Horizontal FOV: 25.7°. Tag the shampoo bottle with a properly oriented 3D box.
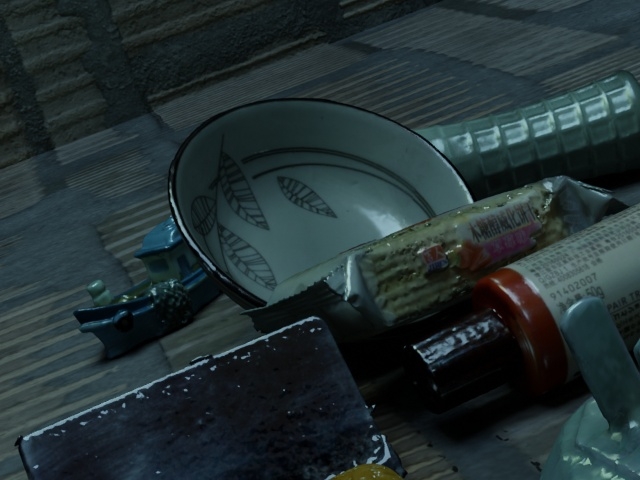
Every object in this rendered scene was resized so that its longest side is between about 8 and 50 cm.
[{"bbox_3d":[0.195,0.055,1.111,0.278,0.104,0.104,-24,17,-15],"label":"shampoo bottle"}]

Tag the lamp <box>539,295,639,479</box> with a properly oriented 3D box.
[{"bbox_3d":[0.134,0.161,0.627,0.301,0.247,0.247,-32,17,-16],"label":"lamp"}]

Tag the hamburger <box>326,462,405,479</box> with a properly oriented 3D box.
[{"bbox_3d":[0.025,0.189,0.975,0.083,0.044,0.076,-30,26,-22],"label":"hamburger"}]

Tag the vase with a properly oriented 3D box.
[{"bbox_3d":[0.205,-0.092,1.523,0.298,0.143,0.143,-15,17,1],"label":"vase"}]

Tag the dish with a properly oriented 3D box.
[{"bbox_3d":[0.000,0.000,1.369,0.316,0.106,0.316,8,46,-8],"label":"dish"}]

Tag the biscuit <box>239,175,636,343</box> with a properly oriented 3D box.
[{"bbox_3d":[0.098,0.019,1.203,0.309,0.079,0.186,-21,2,-29],"label":"biscuit"}]

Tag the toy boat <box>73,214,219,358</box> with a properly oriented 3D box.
[{"bbox_3d":[-0.188,0.044,1.577,0.109,0.098,0.238,-9,20,40],"label":"toy boat"}]

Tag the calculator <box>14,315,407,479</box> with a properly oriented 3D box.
[{"bbox_3d":[-0.082,0.165,1.039,0.261,0.161,0.021,-21,-27,-9],"label":"calculator"}]
